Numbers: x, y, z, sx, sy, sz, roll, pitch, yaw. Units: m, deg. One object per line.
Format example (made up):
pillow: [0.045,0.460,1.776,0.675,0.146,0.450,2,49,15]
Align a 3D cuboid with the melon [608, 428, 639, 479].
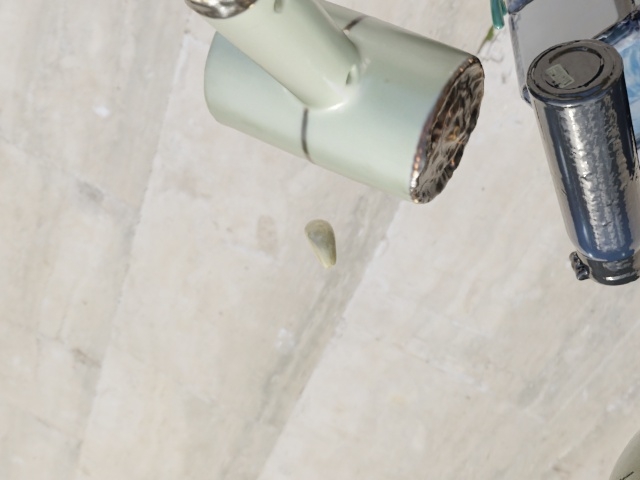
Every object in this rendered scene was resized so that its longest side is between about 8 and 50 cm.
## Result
melon: [0.441,0.317,1.069,0.268,0.330,0.268,18,132,21]

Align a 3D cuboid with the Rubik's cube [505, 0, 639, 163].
Rubik's cube: [0.430,-0.273,1.185,0.316,0.313,0.318,-32,131,33]

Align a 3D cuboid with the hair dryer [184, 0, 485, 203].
hair dryer: [-0.017,-0.137,0.688,0.203,0.362,0.128,25,90,20]

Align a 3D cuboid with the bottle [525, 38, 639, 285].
bottle: [0.231,-0.054,0.817,0.082,0.072,0.244,-19,136,8]

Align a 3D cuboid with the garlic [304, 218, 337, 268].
garlic: [0.001,0.000,1.409,0.041,0.083,0.053,-14,151,-13]

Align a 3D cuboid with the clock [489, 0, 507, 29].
clock: [0.143,-0.295,0.876,0.066,0.211,0.159,-8,152,37]
